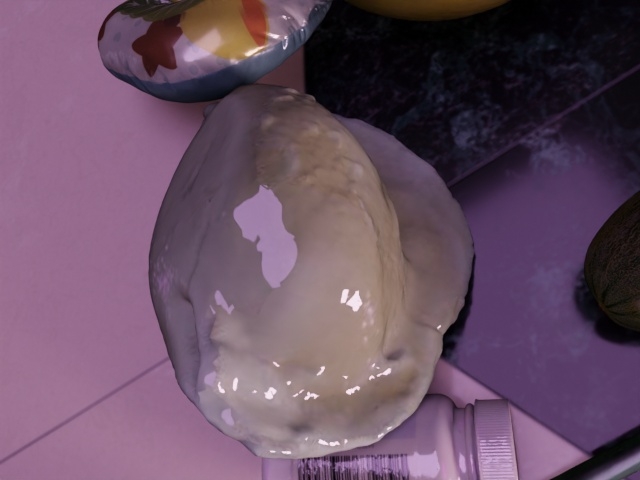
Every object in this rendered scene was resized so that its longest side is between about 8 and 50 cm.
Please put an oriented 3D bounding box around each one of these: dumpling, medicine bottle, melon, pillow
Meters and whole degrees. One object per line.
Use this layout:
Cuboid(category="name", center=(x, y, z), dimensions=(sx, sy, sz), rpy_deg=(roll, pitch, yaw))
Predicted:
Cuboid(category="dumpling", center=(-0.023, -0.003, 0.490), dimensions=(0.270, 0.212, 0.320), rpy_deg=(2, 77, 20))
Cuboid(category="medicine bottle", center=(0.057, 0.174, 0.473), dimensions=(0.187, 0.103, 0.102), rpy_deg=(-8, 73, 16))
Cuboid(category="melon", center=(0.278, 0.003, 0.441), dimensions=(0.167, 0.114, 0.114), rpy_deg=(-30, 69, 11))
Cuboid(category="pillow", center=(-0.113, -0.217, 0.612), dimensions=(0.214, 0.086, 0.233), rpy_deg=(-35, 40, -20))

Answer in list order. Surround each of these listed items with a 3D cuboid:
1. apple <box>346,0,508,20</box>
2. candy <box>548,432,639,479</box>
Cuboid(category="apple", center=(0.094, -0.336, 0.516), dimensions=(0.254, 0.292, 0.291), rpy_deg=(-23, 70, 2))
Cuboid(category="candy", center=(0.324, 0.094, 0.424), dimensions=(0.440, 0.119, 0.119), rpy_deg=(-35, 68, 16))
